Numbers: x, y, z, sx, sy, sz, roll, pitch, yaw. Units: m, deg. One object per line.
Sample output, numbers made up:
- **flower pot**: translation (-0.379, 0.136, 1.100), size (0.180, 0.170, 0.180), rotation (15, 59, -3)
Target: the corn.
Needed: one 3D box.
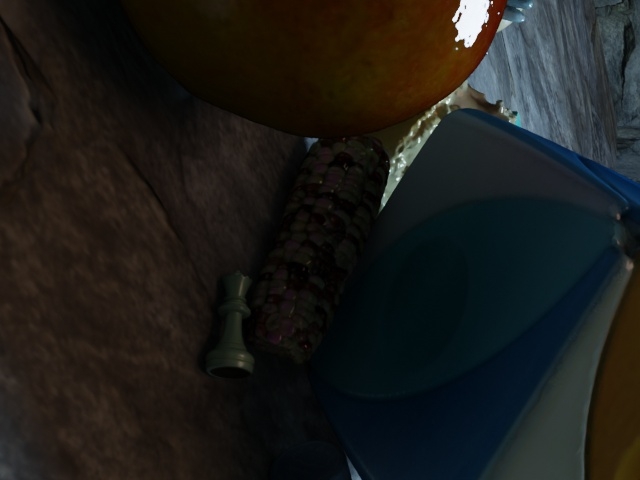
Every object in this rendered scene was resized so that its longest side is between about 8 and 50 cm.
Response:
- **corn**: translation (0.000, 0.000, 0.893), size (0.092, 0.092, 0.281), rotation (62, 38, -43)

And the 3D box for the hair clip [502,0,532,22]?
- **hair clip**: translation (0.257, -0.484, 1.302), size (0.318, 0.392, 0.238), rotation (-59, 164, -54)

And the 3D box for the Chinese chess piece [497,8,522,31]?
- **Chinese chess piece**: translation (0.272, -0.386, 1.489), size (0.051, 0.122, 0.122), rotation (45, 46, -36)

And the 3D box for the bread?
- **bread**: translation (0.105, -0.139, 1.153), size (0.183, 0.224, 0.211), rotation (41, 9, -50)

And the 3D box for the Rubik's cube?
- **Rubik's cube**: translation (0.233, 0.111, 0.872), size (0.352, 0.351, 0.347), rotation (20, 106, -29)

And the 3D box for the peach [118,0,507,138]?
- **peach**: translation (-0.011, -0.235, 0.658), size (0.332, 0.307, 0.308), rotation (53, 41, -44)

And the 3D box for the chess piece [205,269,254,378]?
- **chess piece**: translation (-0.074, 0.068, 0.781), size (0.042, 0.042, 0.093), rotation (44, 43, -56)

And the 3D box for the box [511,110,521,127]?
- **box**: translation (0.243, -0.033, 1.393), size (0.311, 0.118, 0.205), rotation (-65, 141, -47)

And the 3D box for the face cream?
- **face cream**: translation (0.015, 0.319, 0.901), size (0.077, 0.077, 0.250), rotation (-52, 135, -55)
